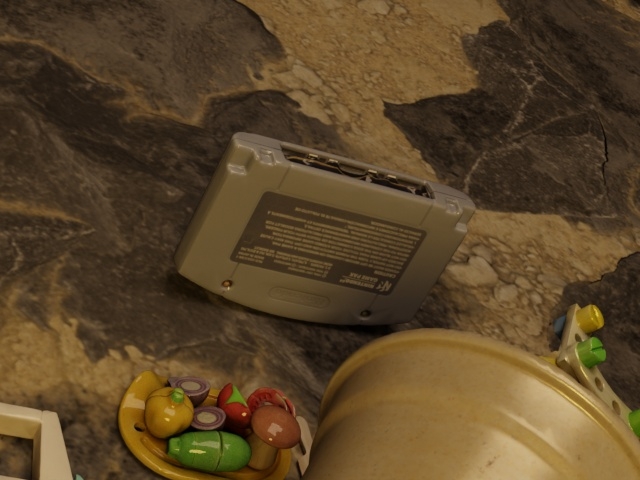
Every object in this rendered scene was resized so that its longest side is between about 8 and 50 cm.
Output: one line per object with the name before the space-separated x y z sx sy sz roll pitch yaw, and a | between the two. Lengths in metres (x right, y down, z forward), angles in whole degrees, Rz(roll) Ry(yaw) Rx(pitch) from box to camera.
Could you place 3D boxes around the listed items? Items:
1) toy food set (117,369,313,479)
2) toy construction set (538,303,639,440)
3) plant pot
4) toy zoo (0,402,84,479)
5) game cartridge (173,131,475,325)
toy food set | -0.080 0.172 1.303 0.218 0.071 0.128 16 36 -22
toy construction set | 0.236 0.210 1.429 0.327 0.151 0.215 -24 85 -42
plant pot | 0.072 0.291 1.085 0.334 0.334 0.305 36 45 8
toy zoo | -0.317 0.202 1.117 0.293 0.030 0.192 15 37 -22
game cartridge | 0.000 0.000 1.476 0.294 0.196 0.060 14 30 -26
